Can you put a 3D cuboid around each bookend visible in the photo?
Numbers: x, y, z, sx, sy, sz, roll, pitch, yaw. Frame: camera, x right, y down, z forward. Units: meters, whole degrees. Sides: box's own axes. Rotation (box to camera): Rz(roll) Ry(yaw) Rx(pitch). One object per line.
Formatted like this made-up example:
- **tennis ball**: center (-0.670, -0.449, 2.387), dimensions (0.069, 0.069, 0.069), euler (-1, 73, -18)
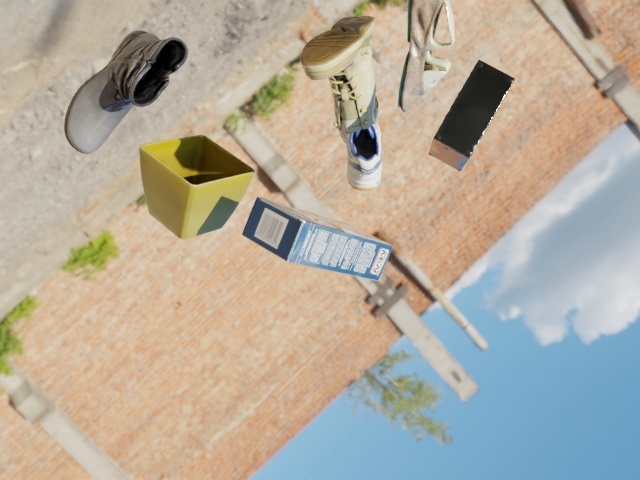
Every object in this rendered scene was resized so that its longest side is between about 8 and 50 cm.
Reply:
- **bookend**: center (0.266, -0.218, 1.273), dimensions (0.156, 0.072, 0.157), euler (-60, 174, -1)

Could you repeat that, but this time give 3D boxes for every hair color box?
- **hair color box**: center (0.000, 0.000, 1.711), dimensions (0.347, 0.174, 0.105), euler (15, 100, -49)

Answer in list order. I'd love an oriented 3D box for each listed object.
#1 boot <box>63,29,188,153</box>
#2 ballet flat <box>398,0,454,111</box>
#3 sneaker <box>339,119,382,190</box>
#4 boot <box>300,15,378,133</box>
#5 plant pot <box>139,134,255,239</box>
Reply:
- **boot**: center (-0.448, -0.329, 1.595), dimensions (0.338, 0.118, 0.222), euler (-59, -143, 2)
- **ballet flat**: center (0.234, -0.413, 1.542), dimensions (0.107, 0.106, 0.316), euler (-64, 162, -45)
- **sneaker**: center (0.112, -0.276, 1.809), dimensions (0.111, 0.296, 0.131), euler (-6, 148, -6)
- **boot**: center (0.044, -0.289, 1.320), dimensions (0.095, 0.203, 0.262), euler (6, -147, 18)
- **plant pot**: center (-0.328, -0.128, 1.800), dimensions (0.212, 0.212, 0.187), euler (-20, 138, -47)
